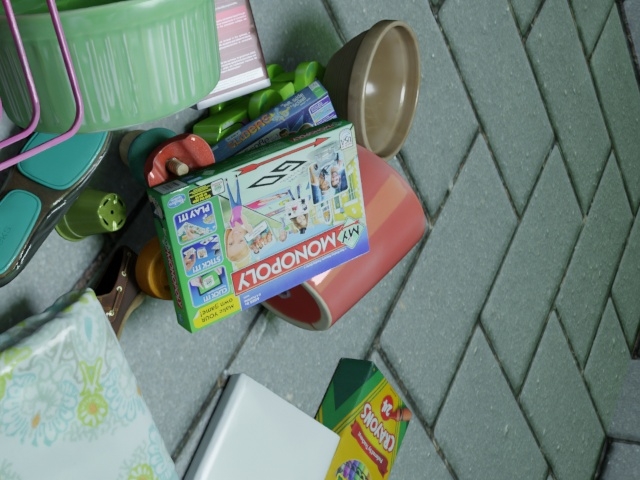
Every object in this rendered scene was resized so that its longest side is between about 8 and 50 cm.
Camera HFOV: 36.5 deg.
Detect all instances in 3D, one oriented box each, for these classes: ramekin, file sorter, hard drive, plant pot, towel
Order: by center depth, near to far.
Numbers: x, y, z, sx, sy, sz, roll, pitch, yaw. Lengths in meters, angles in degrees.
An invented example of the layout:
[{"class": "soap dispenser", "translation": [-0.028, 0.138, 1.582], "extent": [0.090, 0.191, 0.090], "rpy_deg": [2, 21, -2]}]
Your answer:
[{"class": "file sorter", "translation": [-0.418, -0.167, 0.984], "extent": [0.202, 0.291, 0.182], "rpy_deg": [-36, 123, -48]}, {"class": "towel", "translation": [-0.369, 0.285, 1.186], "extent": [0.374, 0.090, 0.320], "rpy_deg": [-35, 121, -34]}, {"class": "ramekin", "translation": [-0.266, -0.244, 1.192], "extent": [0.303, 0.303, 0.148], "rpy_deg": [-39, 130, -46]}, {"class": "plant pot", "translation": [-0.308, -0.039, 1.320], "extent": [0.083, 0.079, 0.083], "rpy_deg": [-2, 92, -55]}, {"class": "hard drive", "translation": [-0.120, 0.427, 1.578], "extent": [0.233, 0.047, 0.353], "rpy_deg": [38, 60, -26]}, {"class": "plant pot", "translation": [0.000, 0.000, 1.624], "extent": [0.243, 0.275, 0.275], "rpy_deg": [-53, 132, -25]}, {"class": "plant pot", "translation": [0.076, -0.255, 1.639], "extent": [0.237, 0.110, 0.237], "rpy_deg": [-35, 131, -55]}]

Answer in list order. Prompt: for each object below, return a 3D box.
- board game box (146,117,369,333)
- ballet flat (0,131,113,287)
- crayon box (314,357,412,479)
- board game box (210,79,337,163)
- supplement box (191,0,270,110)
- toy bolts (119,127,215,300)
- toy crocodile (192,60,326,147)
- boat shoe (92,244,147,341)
[{"class": "board game box", "translation": [-0.077, -0.026, 1.382], "extent": [0.317, 0.046, 0.213], "rpy_deg": [-24, 120, -28]}, {"class": "ballet flat", "translation": [-0.362, -0.057, 1.239], "extent": [0.280, 0.095, 0.096], "rpy_deg": [-58, 179, -21]}, {"class": "crayon box", "translation": [0.055, 0.412, 1.850], "extent": [0.202, 0.081, 0.318], "rpy_deg": [54, 51, -41]}, {"class": "board game box", "translation": [-0.063, -0.145, 1.504], "extent": [0.201, 0.035, 0.136], "rpy_deg": [-33, 146, -4]}, {"class": "supplement box", "translation": [-0.172, -0.331, 1.461], "extent": [0.130, 0.073, 0.239], "rpy_deg": [-22, 113, -21]}, {"class": "toy bolts", "translation": [-0.221, -0.052, 1.396], "extent": [0.218, 0.158, 0.228], "rpy_deg": [-41, 127, -18]}, {"class": "toy crocodile", "translation": [-0.080, -0.219, 1.598], "extent": [0.340, 0.115, 0.105], "rpy_deg": [-41, 124, -46]}, {"class": "boat shoe", "translation": [-0.305, 0.098, 1.342], "extent": [0.073, 0.073, 0.207], "rpy_deg": [58, 41, -36]}]
